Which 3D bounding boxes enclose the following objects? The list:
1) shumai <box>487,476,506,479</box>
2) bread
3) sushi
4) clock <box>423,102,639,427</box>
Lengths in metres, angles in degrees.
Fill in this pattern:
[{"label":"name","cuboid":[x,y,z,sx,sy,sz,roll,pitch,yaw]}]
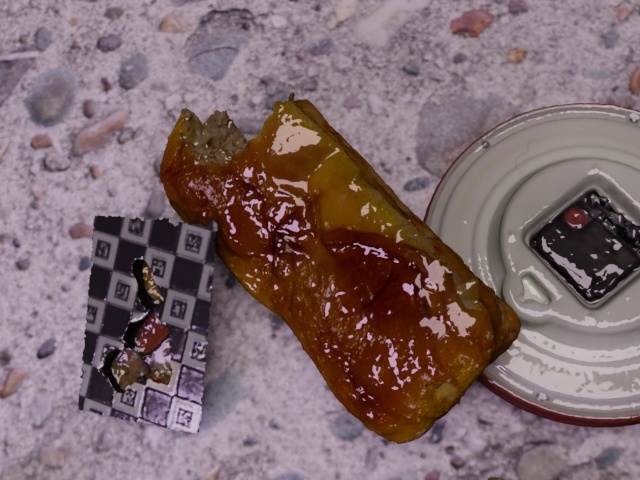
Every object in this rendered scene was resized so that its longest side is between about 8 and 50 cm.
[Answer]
[{"label":"shumai","cuboid":[0.132,0.260,0.727,0.105,0.123,0.139,39,91,29]},{"label":"bread","cuboid":[0.000,0.000,0.805,0.380,0.185,0.109,46,40,20]},{"label":"sushi","cuboid":[-0.159,0.073,0.850,0.139,0.031,0.201,7,92,22]},{"label":"clock","cuboid":[0.251,0.013,0.826,0.318,0.080,0.319,-2,69,5]}]
